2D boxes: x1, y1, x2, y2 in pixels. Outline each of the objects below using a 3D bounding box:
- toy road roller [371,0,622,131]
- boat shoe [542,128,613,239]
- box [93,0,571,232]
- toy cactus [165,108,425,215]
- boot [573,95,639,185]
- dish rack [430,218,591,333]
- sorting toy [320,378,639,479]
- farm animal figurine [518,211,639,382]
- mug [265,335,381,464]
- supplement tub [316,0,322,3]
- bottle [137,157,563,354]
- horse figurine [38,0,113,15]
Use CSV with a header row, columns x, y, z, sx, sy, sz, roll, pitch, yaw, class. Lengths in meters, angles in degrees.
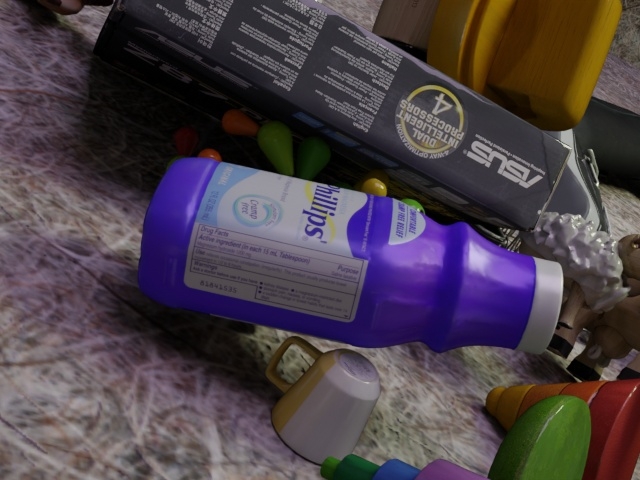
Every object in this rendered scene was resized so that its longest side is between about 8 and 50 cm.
x,y,z,sx,sy,sz,roll,pitch,yaw,class
0.204,-0.196,1.117,0.240,0.202,0.329,22,0,30,toy road roller
0.326,-0.083,1.406,0.105,0.113,0.306,40,23,-35,boat shoe
-0.008,-0.137,0.971,0.395,0.097,0.318,27,-5,-16,box
-0.033,-0.010,0.836,0.219,0.112,0.180,19,53,-2,toy cactus
0.534,-0.141,1.759,0.445,0.146,0.367,15,20,-42,boot
0.242,0.016,1.169,0.271,0.074,0.208,25,25,-17,dish rack
0.121,0.150,0.741,0.126,0.127,0.365,19,11,33,sorting toy
0.359,0.092,0.947,0.327,0.172,0.330,29,-10,33,farm animal figurine
0.002,0.104,0.696,0.078,0.064,0.062,28,24,-9,mug
-0.111,-0.314,1.287,0.199,0.144,0.144,22,25,-23,supplement tub
0.022,0.018,0.718,0.283,0.092,0.118,12,29,1,bottle
-0.313,-0.291,1.065,0.263,0.066,0.174,27,5,8,horse figurine
